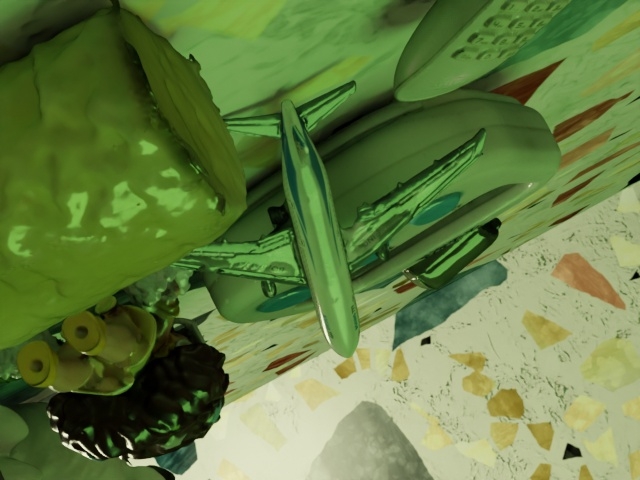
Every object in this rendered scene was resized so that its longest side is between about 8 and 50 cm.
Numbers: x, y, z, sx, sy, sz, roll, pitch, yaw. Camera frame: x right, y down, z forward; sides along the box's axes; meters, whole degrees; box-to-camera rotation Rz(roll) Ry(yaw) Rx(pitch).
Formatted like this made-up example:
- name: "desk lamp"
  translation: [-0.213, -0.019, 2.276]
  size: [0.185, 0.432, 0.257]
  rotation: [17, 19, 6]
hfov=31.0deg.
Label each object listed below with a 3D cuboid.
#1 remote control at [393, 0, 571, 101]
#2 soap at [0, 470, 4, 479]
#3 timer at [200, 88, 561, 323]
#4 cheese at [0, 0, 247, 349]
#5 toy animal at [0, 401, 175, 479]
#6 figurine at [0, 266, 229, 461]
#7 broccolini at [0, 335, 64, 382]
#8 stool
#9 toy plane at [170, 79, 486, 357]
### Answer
- name: "remote control"
  translation: [0.111, -0.145, 0.565]
  size: [0.073, 0.044, 0.229]
  rotation: [-10, 153, -45]
- name: "soap"
  translation: [-0.265, 0.165, 0.767]
  size: [0.081, 0.181, 0.259]
  rotation: [-25, 172, -13]
- name: "timer"
  translation: [0.042, -0.026, 0.876]
  size: [0.262, 0.087, 0.237]
  rotation: [-32, 169, 27]
- name: "cheese"
  translation: [-0.119, -0.012, 0.462]
  size: [0.167, 0.094, 0.123]
  rotation: [-29, 173, 9]
- name: "toy animal"
  translation: [-0.323, 0.247, 1.105]
  size: [0.258, 0.194, 0.357]
  rotation: [-19, 165, 14]
- name: "figurine"
  translation: [-0.141, 0.088, 0.817]
  size: [0.174, 0.116, 0.240]
  rotation: [-28, 153, 3]
- name: "broccolini"
  translation: [-0.269, 0.121, 0.954]
  size: [0.194, 0.054, 0.052]
  rotation: [-30, -170, 29]
- name: "stool"
  translation: [0.126, -0.009, 1.208]
  size: [0.110, 0.096, 0.096]
  rotation: [-37, 168, 22]
- name: "toy plane"
  translation: [-0.001, -0.003, 0.712]
  size: [0.226, 0.058, 0.226]
  rotation: [-18, 143, -4]
